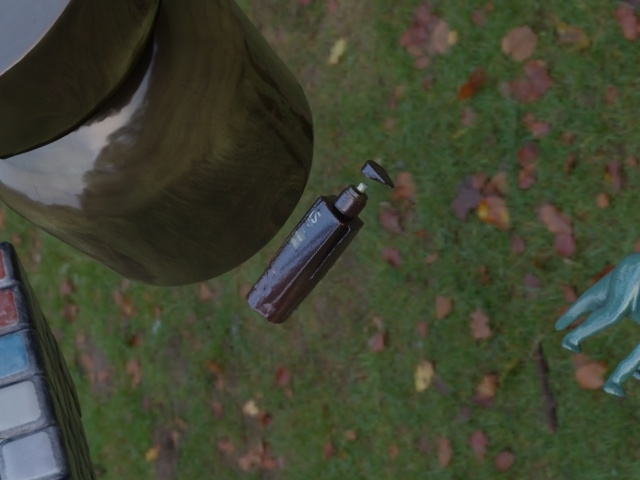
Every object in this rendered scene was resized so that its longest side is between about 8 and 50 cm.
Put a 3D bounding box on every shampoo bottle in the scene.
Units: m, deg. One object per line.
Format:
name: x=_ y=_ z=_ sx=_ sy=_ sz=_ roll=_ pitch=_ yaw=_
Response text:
shampoo bottle: x=0.000 y=0.001 z=1.400 sx=0.068 sy=0.067 sz=0.236 roll=46 pitch=111 yaw=21

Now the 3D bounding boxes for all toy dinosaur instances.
toy dinosaur: x=0.418 y=0.020 z=1.305 sx=0.331 sy=0.129 sz=0.383 roll=-67 pitch=21 yaw=10

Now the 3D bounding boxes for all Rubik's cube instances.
Rubik's cube: x=-0.383 y=0.222 z=1.136 sx=0.293 sy=0.291 sz=0.287 roll=83 pitch=166 yaw=-52

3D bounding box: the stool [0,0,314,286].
stool: x=-0.129 y=-0.094 z=0.638 sx=0.179 sy=0.264 sz=0.179 roll=-7 pitch=69 yaw=19
